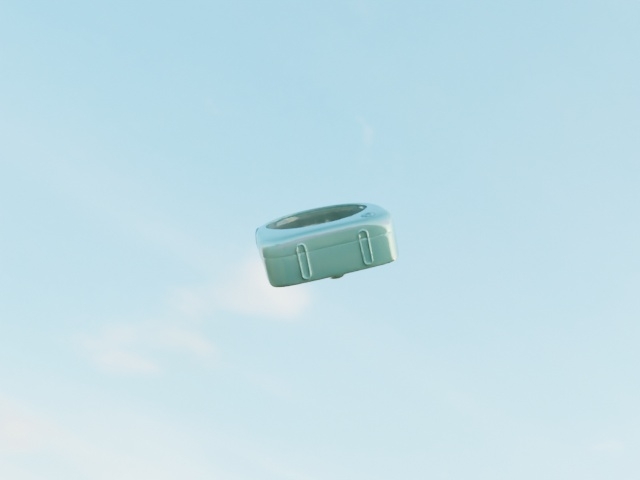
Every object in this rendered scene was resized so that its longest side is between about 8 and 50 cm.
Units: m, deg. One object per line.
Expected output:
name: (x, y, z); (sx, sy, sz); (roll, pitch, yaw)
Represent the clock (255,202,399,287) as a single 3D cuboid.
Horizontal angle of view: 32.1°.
clock: (0.000, -0.001, 0.915); (0.108, 0.045, 0.147); (-12, 10, -6)
